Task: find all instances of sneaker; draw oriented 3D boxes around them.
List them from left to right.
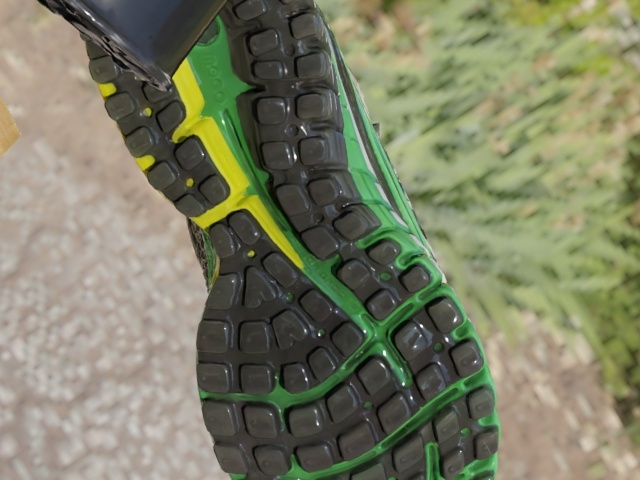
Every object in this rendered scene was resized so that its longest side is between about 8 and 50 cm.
[{"bbox_3d":[0.000,0.000,0.941,0.146,0.134,0.343,-49,123,-78],"label":"sneaker"}]

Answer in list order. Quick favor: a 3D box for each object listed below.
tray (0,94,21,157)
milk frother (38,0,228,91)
[{"bbox_3d":[-0.294,-0.128,0.852,0.076,0.203,0.411,23,-29,35],"label":"tray"},{"bbox_3d":[-0.066,-0.145,0.626,0.129,0.135,0.143,37,-3,19],"label":"milk frother"}]
